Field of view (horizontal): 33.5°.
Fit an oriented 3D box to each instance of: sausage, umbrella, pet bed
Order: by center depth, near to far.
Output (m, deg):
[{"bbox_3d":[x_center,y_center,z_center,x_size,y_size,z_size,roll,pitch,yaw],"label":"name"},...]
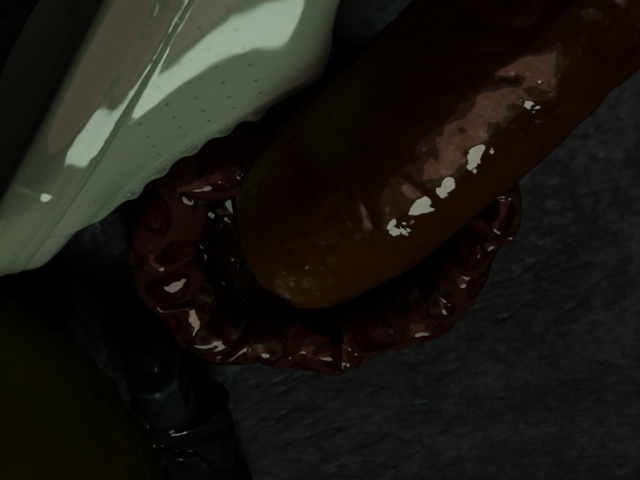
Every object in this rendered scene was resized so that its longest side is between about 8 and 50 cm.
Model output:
[{"bbox_3d":[0.079,-0.080,0.391,0.302,0.103,0.076,-43,93,13],"label":"sausage"},{"bbox_3d":[0.000,0.000,0.535,0.201,0.054,0.201,-2,139,-2],"label":"pet bed"},{"bbox_3d":[-0.076,0.124,0.635,0.066,0.059,0.236,-5,145,-1],"label":"umbrella"}]

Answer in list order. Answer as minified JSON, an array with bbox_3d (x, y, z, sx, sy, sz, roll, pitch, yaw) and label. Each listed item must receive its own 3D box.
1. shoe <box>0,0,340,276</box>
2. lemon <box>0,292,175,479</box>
[{"bbox_3d":[-0.051,-0.070,0.416,0.110,0.095,0.265,16,130,-29],"label":"shoe"},{"bbox_3d":[-0.194,0.151,0.494,0.257,0.258,0.310,-23,98,13],"label":"lemon"}]
